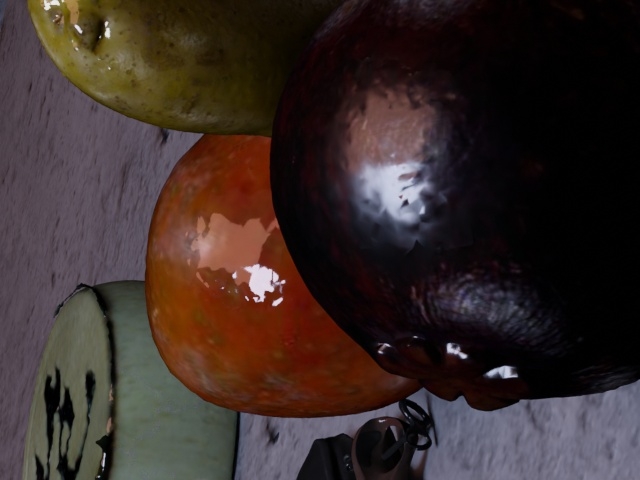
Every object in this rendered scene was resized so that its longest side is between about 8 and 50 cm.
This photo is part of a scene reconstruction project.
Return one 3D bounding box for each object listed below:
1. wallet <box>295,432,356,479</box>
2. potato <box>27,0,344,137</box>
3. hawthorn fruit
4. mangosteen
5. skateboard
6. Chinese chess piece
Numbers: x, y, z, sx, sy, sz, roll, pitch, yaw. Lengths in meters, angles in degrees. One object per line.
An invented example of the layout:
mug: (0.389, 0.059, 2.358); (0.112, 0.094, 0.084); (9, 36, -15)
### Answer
wallet: (0.014, 0.337, 1.610); (0.377, 0.051, 0.197); (-104, 29, -46)
potato: (-0.033, -0.163, 1.350); (0.176, 0.369, 0.195); (-11, 94, 45)
hawthorn fruit: (0.000, 0.000, 1.505); (0.284, 0.284, 0.284); (-170, 90, -68)
mangosteen: (0.123, -0.072, 1.209); (0.307, 0.307, 0.347); (-31, 41, 61)
skateboard: (0.058, 0.193, 1.560); (0.080, 0.067, 0.151); (-49, 33, 36)
Chinese chess piece: (-0.208, 0.214, 2.067); (0.349, 0.146, 0.349); (-170, 90, -68)
